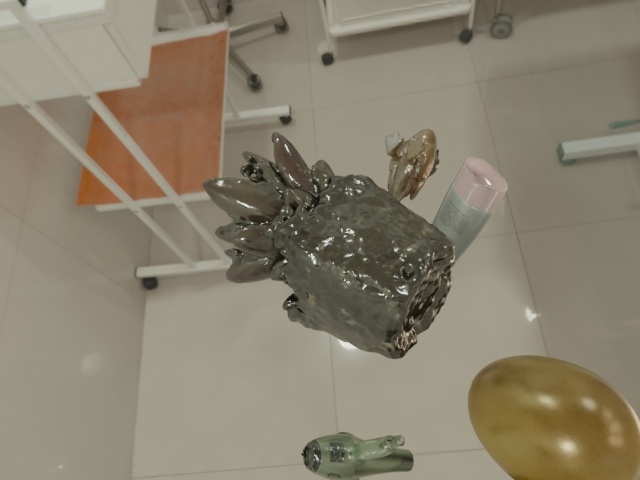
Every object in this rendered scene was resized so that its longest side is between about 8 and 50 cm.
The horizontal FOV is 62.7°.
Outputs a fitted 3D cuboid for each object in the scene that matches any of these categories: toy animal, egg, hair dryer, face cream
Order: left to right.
[{"bbox_3d":[0.113,0.387,0.954,0.224,0.218,0.089,-27,53,34],"label":"hair dryer"},{"bbox_3d":[0.184,-0.134,1.056,0.089,0.179,0.188,26,88,32],"label":"toy animal"},{"bbox_3d":[0.234,-0.041,0.870,0.057,0.198,0.084,-23,60,-31],"label":"face cream"},{"bbox_3d":[0.435,0.348,0.998,0.322,0.250,0.250,26,71,43],"label":"egg"}]

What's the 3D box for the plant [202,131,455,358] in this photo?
[{"bbox_3d":[0.000,0.000,0.656,0.320,0.194,0.181,26,48,26],"label":"plant"}]
